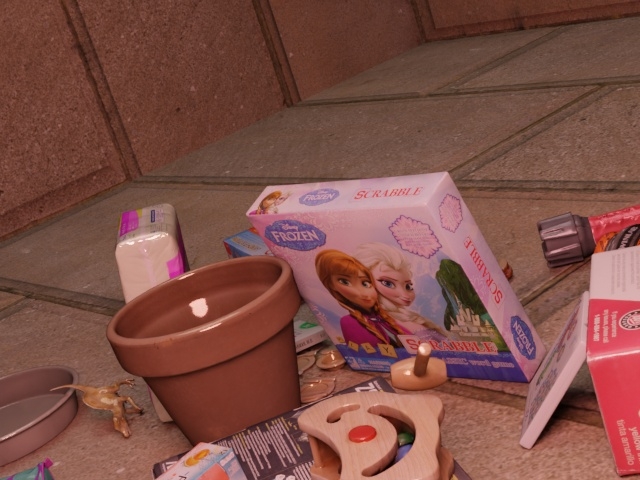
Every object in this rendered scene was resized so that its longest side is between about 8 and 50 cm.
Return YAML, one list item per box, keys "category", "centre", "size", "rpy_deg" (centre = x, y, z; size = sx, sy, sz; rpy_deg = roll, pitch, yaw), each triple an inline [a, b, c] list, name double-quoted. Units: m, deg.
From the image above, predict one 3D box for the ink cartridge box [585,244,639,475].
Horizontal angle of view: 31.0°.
- category: "ink cartridge box"
  centre: [0.502, 0.099, 1.267]
  size: [0.385, 0.160, 0.279]
  rpy_deg: [-12, 18, 20]

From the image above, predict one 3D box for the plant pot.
- category: "plant pot"
  centre: [-0.132, 0.175, 1.572]
  size: [0.263, 0.229, 0.263]
  rpy_deg: [-16, 17, 5]

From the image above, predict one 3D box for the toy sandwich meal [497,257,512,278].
- category: "toy sandwich meal"
  centre: [0.269, 0.057, 1.868]
  size: [0.086, 0.029, 0.085]
  rpy_deg: [-17, 17, 5]

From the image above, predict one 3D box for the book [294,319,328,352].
- category: "book"
  centre: [-0.070, 0.172, 1.850]
  size: [0.144, 0.035, 0.096]
  rpy_deg: [-22, 12, -23]

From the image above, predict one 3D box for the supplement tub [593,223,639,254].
- category: "supplement tub"
  centre: [0.475, 0.036, 1.572]
  size: [0.117, 0.117, 0.190]
  rpy_deg: [-30, 21, -35]

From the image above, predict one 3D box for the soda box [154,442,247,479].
- category: "soda box"
  centre: [-0.161, 0.292, 1.222]
  size: [0.063, 0.058, 0.183]
  rpy_deg: [0, 29, 49]

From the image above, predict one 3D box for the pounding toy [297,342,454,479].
- category: "pounding toy"
  centre: [0.047, 0.188, 1.157]
  size: [0.154, 0.154, 0.269]
  rpy_deg: [-8, 19, 11]

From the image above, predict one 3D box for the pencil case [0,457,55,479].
- category: "pencil case"
  centre: [-0.445, 0.358, 1.609]
  size: [0.152, 0.064, 0.070]
  rpy_deg: [-17, 42, 2]

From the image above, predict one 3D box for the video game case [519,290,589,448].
- category: "video game case"
  centre: [0.285, 0.153, 1.382]
  size: [0.019, 0.157, 0.143]
  rpy_deg: [27, 26, 4]

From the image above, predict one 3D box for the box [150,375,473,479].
- category: "box"
  centre: [-0.008, 0.304, 1.273]
  size: [0.318, 0.097, 0.395]
  rpy_deg: [-23, 18, -9]

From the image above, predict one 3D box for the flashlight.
- category: "flashlight"
  centre: [0.495, -0.035, 1.802]
  size: [0.304, 0.103, 0.103]
  rpy_deg: [-14, 20, 9]

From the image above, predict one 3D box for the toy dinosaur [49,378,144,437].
- category: "toy dinosaur"
  centre: [-0.338, 0.244, 1.808]
  size: [0.183, 0.053, 0.093]
  rpy_deg: [25, 20, 38]

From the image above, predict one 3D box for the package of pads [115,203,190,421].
- category: "package of pads"
  centre: [-0.242, 0.105, 1.791]
  size: [0.101, 0.296, 0.229]
  rpy_deg: [-13, 15, -5]

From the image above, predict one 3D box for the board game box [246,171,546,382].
- category: "board game box"
  centre: [0.100, 0.056, 1.556]
  size: [0.319, 0.318, 0.066]
  rpy_deg: [-3, 41, 44]

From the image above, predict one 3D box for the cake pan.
- category: "cake pan"
  centre: [-0.530, 0.299, 1.903]
  size: [0.293, 0.054, 0.293]
  rpy_deg: [-17, 17, 5]

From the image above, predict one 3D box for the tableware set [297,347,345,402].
- category: "tableware set"
  centre: [-0.026, 0.203, 1.738]
  size: [0.141, 0.020, 0.168]
  rpy_deg: [-9, 20, 29]

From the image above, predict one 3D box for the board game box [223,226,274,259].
- category: "board game box"
  centre: [0.000, 0.000, 2.206]
  size: [0.302, 0.086, 0.308]
  rpy_deg: [-23, 14, -15]
